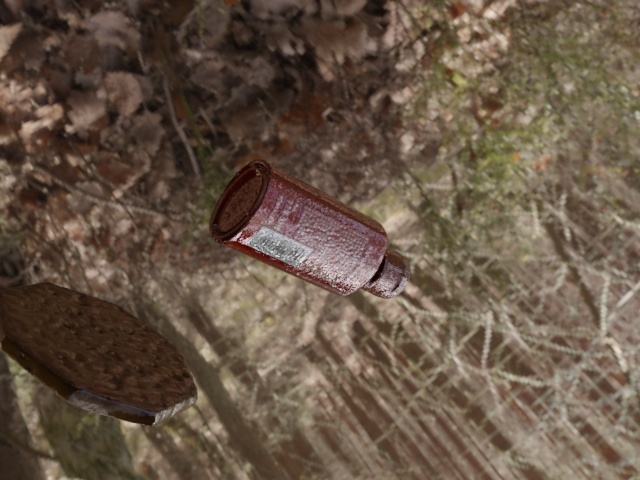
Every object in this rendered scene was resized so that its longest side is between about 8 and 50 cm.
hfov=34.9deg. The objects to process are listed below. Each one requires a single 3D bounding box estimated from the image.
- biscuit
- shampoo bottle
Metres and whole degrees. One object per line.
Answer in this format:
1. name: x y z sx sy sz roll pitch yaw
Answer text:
1. biscuit: -0.355 0.176 1.610 0.359 0.359 0.046 16 109 -43
2. shampoo bottle: -0.001 0.000 1.329 0.314 0.076 0.118 25 99 -44
